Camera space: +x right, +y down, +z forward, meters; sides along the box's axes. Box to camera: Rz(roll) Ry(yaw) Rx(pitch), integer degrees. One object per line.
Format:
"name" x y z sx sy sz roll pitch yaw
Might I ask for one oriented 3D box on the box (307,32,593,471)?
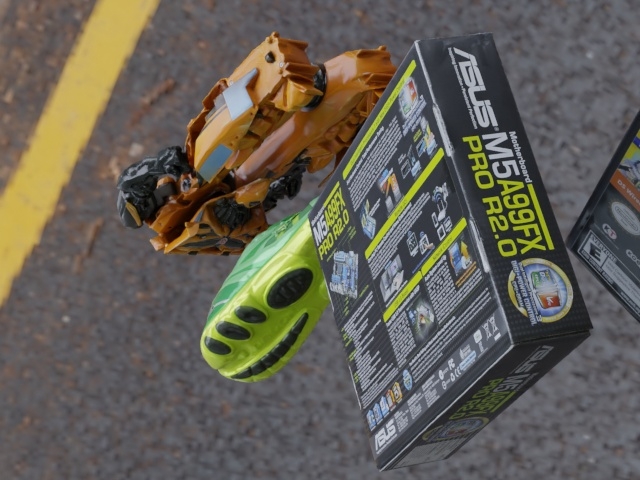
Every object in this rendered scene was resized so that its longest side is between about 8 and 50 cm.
"box" 0.078 0.018 1.103 0.270 0.060 0.216 123 136 -60

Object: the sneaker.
"sneaker" 0.000 0.000 1.435 0.295 0.109 0.123 -39 29 12

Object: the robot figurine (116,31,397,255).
"robot figurine" -0.063 -0.077 1.489 0.291 0.211 0.085 -46 57 38

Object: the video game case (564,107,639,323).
"video game case" 0.310 0.029 1.121 0.275 0.035 0.248 48 153 18
